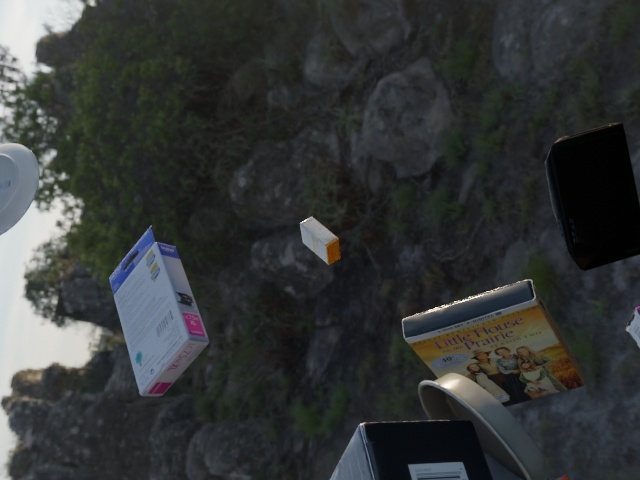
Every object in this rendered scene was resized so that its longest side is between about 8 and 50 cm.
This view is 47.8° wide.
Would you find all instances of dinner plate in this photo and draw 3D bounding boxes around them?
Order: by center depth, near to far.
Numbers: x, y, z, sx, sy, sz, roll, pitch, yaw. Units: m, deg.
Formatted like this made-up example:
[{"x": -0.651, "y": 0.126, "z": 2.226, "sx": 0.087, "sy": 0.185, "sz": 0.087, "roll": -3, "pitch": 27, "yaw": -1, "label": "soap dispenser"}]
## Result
[{"x": -0.428, "y": -0.067, "z": 0.941, "sx": 0.017, "sy": 0.141, "sz": 0.141, "roll": 47, "pitch": -135, "yaw": -62, "label": "dinner plate"}]

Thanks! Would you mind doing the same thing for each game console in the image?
[{"x": 0.539, "y": -0.099, "z": 1.152, "sx": 0.044, "sy": 0.362, "sz": 0.213, "roll": -137, "pitch": 31, "yaw": -79, "label": "game console"}]

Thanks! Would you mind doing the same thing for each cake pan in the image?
[{"x": 0.294, "y": 0.355, "z": 1.297, "sx": 0.054, "sy": 0.293, "sz": 0.293, "roll": -36, "pitch": 5, "yaw": -16, "label": "cake pan"}]

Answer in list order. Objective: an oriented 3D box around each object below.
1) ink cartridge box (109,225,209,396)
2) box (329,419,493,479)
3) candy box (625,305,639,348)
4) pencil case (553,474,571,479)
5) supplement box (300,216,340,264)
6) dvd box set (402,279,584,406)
[{"x": -0.341, "y": 0.141, "z": 1.499, "sx": 0.186, "sy": 0.065, "sz": 0.311, "roll": -48, "pitch": 52, "yaw": 25, "label": "ink cartridge box"}, {"x": 0.137, "y": 0.532, "z": 1.225, "sx": 0.293, "sy": 0.212, "sz": 0.395, "roll": -104, "pitch": 24, "yaw": -43, "label": "box"}, {"x": 0.630, "y": 0.189, "z": 1.152, "sx": 0.071, "sy": 0.159, "sz": 0.233, "roll": 84, "pitch": 165, "yaw": -49, "label": "candy box"}, {"x": 0.543, "y": 0.586, "z": 1.448, "sx": 0.236, "sy": 0.104, "sz": 0.104, "roll": 46, "pitch": 135, "yaw": 24, "label": "pencil case"}, {"x": 0.000, "y": 0.000, "z": 1.590, "sx": 0.098, "sy": 0.036, "sz": 0.062, "roll": 41, "pitch": 152, "yaw": 37, "label": "supplement box"}, {"x": 0.418, "y": 0.268, "z": 1.707, "sx": 0.308, "sy": 0.420, "sz": 0.062, "roll": -20, "pitch": 45, "yaw": 20, "label": "dvd box set"}]
